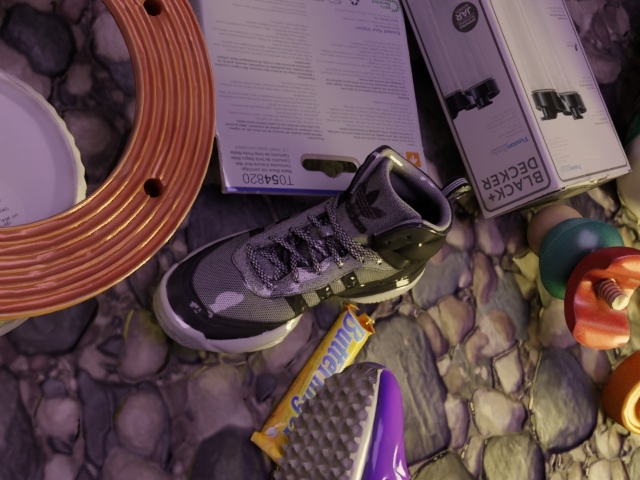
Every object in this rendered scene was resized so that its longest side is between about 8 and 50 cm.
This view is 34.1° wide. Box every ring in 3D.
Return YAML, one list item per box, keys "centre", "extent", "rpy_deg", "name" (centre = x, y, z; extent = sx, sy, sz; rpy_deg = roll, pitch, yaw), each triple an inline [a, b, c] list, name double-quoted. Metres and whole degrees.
- centre: [-0.229, -0.110, 0.690]
  extent: [0.336, 0.032, 0.337]
  rpy_deg: [10, 70, -28]
  name: "ring"

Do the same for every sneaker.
- centre: [0.042, 0.248, 0.826]
  extent: [0.146, 0.102, 0.293]
  rpy_deg: [16, 78, -31]
  name: "sneaker"
- centre: [0.000, 0.000, 0.835]
  extent: [0.268, 0.153, 0.101]
  rpy_deg: [-15, 67, -34]
  name: "sneaker"

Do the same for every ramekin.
- centre: [-0.263, -0.031, 0.729]
  extent: [0.207, 0.109, 0.207]
  rpy_deg: [10, 70, -28]
  name: "ramekin"

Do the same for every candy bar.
- centre: [-0.003, 0.120, 0.886]
  extent: [0.040, 0.018, 0.161]
  rpy_deg: [43, 59, -12]
  name: "candy bar"

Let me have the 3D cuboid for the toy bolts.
- centre: [0.298, 0.055, 1.036]
  extent: [0.228, 0.218, 0.158]
  rpy_deg: [18, 24, -26]
  name: "toy bolts"

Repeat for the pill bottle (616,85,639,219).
- centre: [0.462, -0.187, 1.139]
  extent: [0.204, 0.204, 0.361]
  rpy_deg: [33, 61, -18]
  name: "pill bottle"

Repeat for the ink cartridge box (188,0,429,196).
- centre: [-0.012, -0.139, 0.942]
  extent: [0.223, 0.045, 0.224]
  rpy_deg: [1, 74, -31]
  name: "ink cartridge box"

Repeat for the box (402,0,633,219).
- centre: [0.184, -0.176, 1.020]
  extent: [0.169, 0.087, 0.290]
  rpy_deg: [-16, 83, -50]
  name: "box"
